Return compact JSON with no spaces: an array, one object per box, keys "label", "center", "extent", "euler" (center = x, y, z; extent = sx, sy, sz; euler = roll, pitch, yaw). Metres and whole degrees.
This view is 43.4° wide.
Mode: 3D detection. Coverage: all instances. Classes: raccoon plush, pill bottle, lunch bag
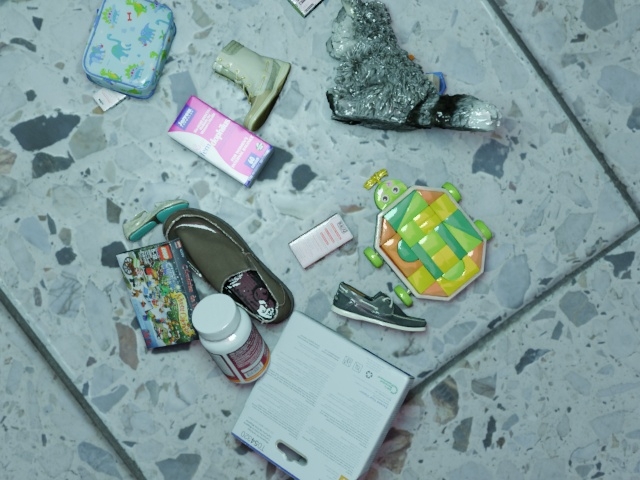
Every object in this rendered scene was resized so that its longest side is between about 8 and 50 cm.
[{"label":"raccoon plush","center":[0.204,-0.400,1.797],"extent":[0.446,0.216,0.299],"euler":[9,91,19]},{"label":"pill bottle","center":[-0.200,0.220,1.803],"extent":[0.121,0.221,0.121],"euler":[-9,50,12]},{"label":"lunch bag","center":[-0.435,-0.445,1.827],"extent":[0.176,0.090,0.219],"euler":[15,79,-3]}]

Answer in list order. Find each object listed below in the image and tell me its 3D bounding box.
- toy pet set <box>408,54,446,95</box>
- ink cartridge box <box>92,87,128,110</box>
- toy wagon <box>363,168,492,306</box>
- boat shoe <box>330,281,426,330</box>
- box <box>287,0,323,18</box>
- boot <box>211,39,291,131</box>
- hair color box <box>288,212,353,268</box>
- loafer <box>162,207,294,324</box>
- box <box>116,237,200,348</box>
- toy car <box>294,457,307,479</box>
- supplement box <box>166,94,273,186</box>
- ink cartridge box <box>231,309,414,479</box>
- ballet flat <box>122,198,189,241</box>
[{"label":"toy pet set","center":[0.235,-0.376,1.916],"extent":[0.114,0.065,0.122],"euler":[2,89,34]},{"label":"ink cartridge box","center":[-0.481,-0.341,1.872],"extent":[0.083,0.028,0.048],"euler":[-37,93,-3]},{"label":"toy wagon","center":[0.231,-0.022,1.911],"extent":[0.267,0.068,0.344],"euler":[-40,94,-2]},{"label":"boat shoe","center":[0.145,0.161,1.903],"extent":[0.233,0.084,0.079],"euler":[17,91,-1]},{"label":"box","center":[-0.001,-0.636,1.893],"extent":[0.207,0.036,0.114],"euler":[-43,94,-2]},{"label":"boot","center":[-0.176,-0.357,1.841],"extent":[0.165,0.077,0.213],"euler":[25,58,-3]},{"label":"hair color box","center":[0.000,0.000,1.908],"extent":[0.141,0.043,0.072],"euler":[-32,93,-1]},{"label":"loafer","center":[-0.207,0.058,1.847],"extent":[0.366,0.130,0.134],"euler":[38,95,-4]},{"label":"box","center":[-0.360,0.123,1.842],"extent":[0.159,0.044,0.233],"euler":[-13,99,27]},{"label":"toy car","center":[0.030,0.534,1.880],"extent":[0.159,0.136,0.182],"euler":[24,90,-4]},{"label":"supplement box","center":[-0.228,-0.226,1.853],"extent":[0.220,0.114,0.111],"euler":[32,91,-3]},{"label":"ink cartridge box","center":[0.001,0.378,1.839],"extent":[0.324,0.071,0.330],"euler":[28,92,25]},{"label":"ballet flat","center":[-0.388,-0.061,1.877],"extent":[0.168,0.057,0.052],"euler":[-31,65,-5]}]
